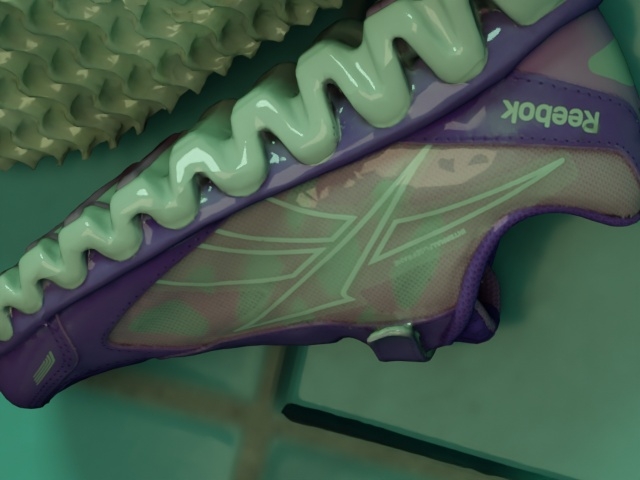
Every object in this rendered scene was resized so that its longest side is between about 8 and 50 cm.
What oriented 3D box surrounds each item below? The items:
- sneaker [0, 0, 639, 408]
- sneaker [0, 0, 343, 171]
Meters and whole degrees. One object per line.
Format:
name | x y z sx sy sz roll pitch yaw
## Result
sneaker | 0.000 0.000 0.508 0.236 0.095 0.104 -31 101 19
sneaker | -0.058 -0.126 0.519 0.293 0.102 0.146 -20 54 32
